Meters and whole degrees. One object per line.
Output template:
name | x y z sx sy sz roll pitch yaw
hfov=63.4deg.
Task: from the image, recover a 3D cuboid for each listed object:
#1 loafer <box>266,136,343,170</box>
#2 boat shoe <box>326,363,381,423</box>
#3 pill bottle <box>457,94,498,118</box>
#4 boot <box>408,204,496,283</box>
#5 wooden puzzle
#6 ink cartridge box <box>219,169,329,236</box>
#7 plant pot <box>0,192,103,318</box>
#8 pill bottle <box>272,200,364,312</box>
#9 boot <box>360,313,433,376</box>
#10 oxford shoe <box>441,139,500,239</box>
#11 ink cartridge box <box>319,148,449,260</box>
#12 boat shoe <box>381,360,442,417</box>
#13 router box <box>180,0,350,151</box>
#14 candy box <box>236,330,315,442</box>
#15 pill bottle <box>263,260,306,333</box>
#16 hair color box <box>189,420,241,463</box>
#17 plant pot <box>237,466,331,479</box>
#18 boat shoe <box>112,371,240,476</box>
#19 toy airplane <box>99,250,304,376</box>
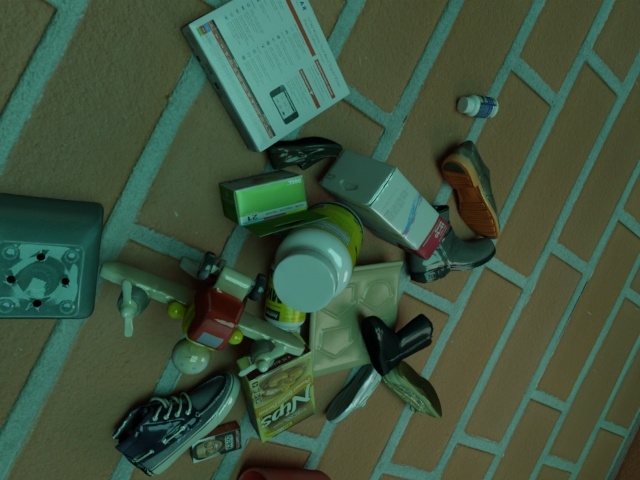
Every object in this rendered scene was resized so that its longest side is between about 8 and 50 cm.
loafer | -0.044 -0.231 1.396 0.220 0.080 0.078 -8 118 -24
boat shoe | 0.117 0.501 1.648 0.226 0.083 0.076 -46 117 -11
pill bottle | 0.492 -0.421 1.627 0.120 0.067 0.067 -2 103 -27
boot | 0.419 -0.013 1.664 0.338 0.118 0.223 -19 107 -24
wooden puzzle | 0.094 0.228 1.565 0.322 0.080 0.348 -5 110 -33
ink cartridge box | -0.118 -0.099 1.279 0.188 0.255 0.097 -16 109 -24
plant pot | -0.581 0.048 1.076 0.247 0.252 0.247 5 99 -29
pill bottle | -0.004 0.036 1.278 0.187 0.334 0.188 5 113 11
boot | 0.237 0.275 1.567 0.207 0.094 0.246 -31 129 -18
oxford shoe | 0.519 -0.156 1.677 0.133 0.130 0.364 -50 127 -25
ink cartridge box | 0.179 -0.095 1.424 0.131 0.226 0.306 -54 132 -5
boat shoe | 0.315 0.513 1.759 0.089 0.105 0.285 -31 116 24
router box | -0.125 -0.440 1.291 0.301 0.082 0.335 -36 116 -16
candy box | -0.115 0.411 1.438 0.183 0.087 0.316 -22 135 -21
pill bottle | -0.093 0.168 1.436 0.119 0.119 0.209 4 100 -28
hair color box | -0.298 0.571 1.472 0.141 0.043 0.072 -9 107 -25
plant pot | -0.091 0.798 1.526 0.243 0.275 0.275 8 98 -38
boat shoe | -0.375 0.451 1.351 0.340 0.127 0.158 -45 126 -10
toy airplane | -0.267 0.171 1.202 0.384 0.386 0.272 35 76 -61
